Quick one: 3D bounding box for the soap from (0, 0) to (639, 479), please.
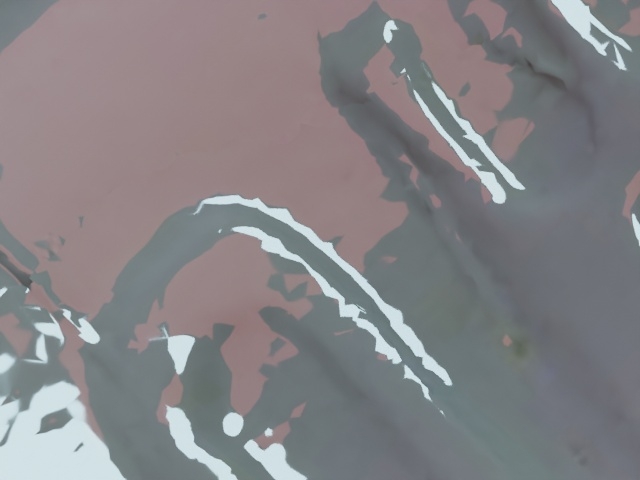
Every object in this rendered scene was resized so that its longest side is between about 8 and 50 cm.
[{"bbox_3d":[0.000,0.000,0.521,0.435,0.213,0.350,-37,109,5],"label":"soap"}]
